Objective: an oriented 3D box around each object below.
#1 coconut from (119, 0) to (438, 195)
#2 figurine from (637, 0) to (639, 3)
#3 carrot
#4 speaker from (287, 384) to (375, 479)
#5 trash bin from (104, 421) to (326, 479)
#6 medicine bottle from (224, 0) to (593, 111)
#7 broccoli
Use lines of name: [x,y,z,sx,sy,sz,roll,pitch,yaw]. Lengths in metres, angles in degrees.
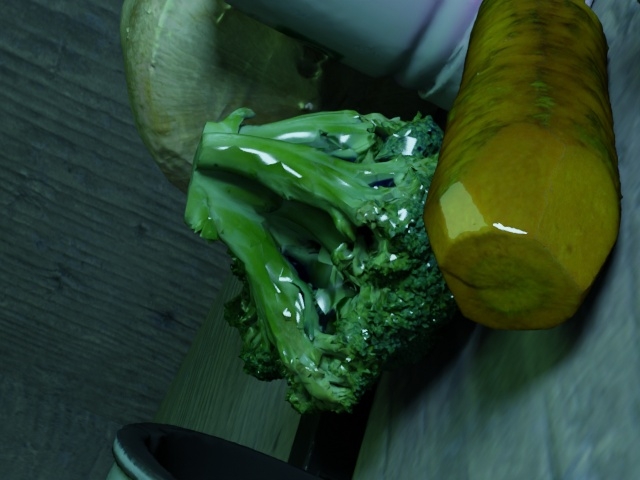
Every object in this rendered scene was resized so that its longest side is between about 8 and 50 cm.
coconut: [-0.040,-0.203,1.169,0.405,0.404,0.404,-62,9,18]
figurine: [0.230,-0.294,0.570,0.168,0.187,0.315,140,146,-60]
carrot: [0.136,-0.071,0.643,0.114,0.114,0.302,-57,9,42]
speaker: [0.005,0.182,0.922,0.082,0.044,0.218,-53,15,54]
trash bin: [-0.057,0.257,0.509,0.277,0.217,0.263,129,165,-87]
medicine bottle: [0.060,-0.256,0.887,0.212,0.325,0.212,-156,90,-82]
broccoli: [0.000,0.000,0.792,0.265,0.245,0.294,-69,13,-21]
